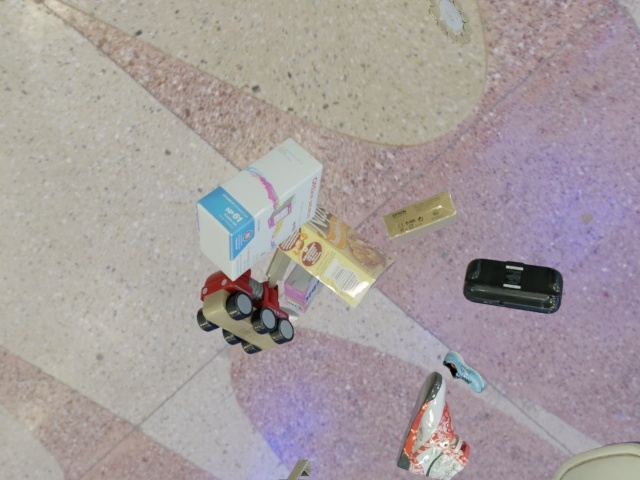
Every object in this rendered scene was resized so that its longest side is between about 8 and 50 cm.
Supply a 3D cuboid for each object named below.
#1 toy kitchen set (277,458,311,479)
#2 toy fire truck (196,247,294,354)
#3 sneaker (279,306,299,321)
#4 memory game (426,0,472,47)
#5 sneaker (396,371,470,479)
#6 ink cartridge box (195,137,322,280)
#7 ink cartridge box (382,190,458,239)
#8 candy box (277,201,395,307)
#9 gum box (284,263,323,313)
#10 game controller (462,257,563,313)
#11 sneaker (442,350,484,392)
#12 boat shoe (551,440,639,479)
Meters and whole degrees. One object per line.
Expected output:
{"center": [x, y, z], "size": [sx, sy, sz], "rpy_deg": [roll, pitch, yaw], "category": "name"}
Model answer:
{"center": [-0.022, 0.401, 0.944], "size": [0.075, 0.068, 0.083], "rpy_deg": [46, 143, -12], "category": "toy kitchen set"}
{"center": [-0.147, 0.102, 1.353], "size": [0.158, 0.247, 0.217], "rpy_deg": [-24, 137, 29], "category": "toy fire truck"}
{"center": [-0.128, 0.217, 1.620], "size": [0.134, 0.051, 0.070], "rpy_deg": [11, 103, 1], "category": "sneaker"}
{"center": [0.347, -0.605, 1.594], "size": [0.186, 0.186, 0.012], "rpy_deg": [41, 140, -20], "category": "memory game"}
{"center": [0.278, 0.426, 1.343], "size": [0.144, 0.090, 0.270], "rpy_deg": [17, 113, 6], "category": "sneaker"}
{"center": [-0.059, -0.031, 0.589], "size": [0.052, 0.122, 0.089], "rpy_deg": [40, 152, 17], "category": "ink cartridge box"}
{"center": [0.339, -0.072, 2.000], "size": [0.234, 0.193, 0.088], "rpy_deg": [-22, 80, 9], "category": "ink cartridge box"}
{"center": [0.000, 0.000, 1.323], "size": [0.316, 0.183, 0.088], "rpy_deg": [38, 110, 9], "category": "candy box"}
{"center": [-0.021, 0.080, 1.540], "size": [0.062, 0.188, 0.107], "rpy_deg": [25, 149, 15], "category": "gum box"}
{"center": [0.647, 0.148, 1.998], "size": [0.318, 0.167, 0.067], "rpy_deg": [8, 146, 19], "category": "game controller"}
{"center": [0.459, 0.440, 1.934], "size": [0.162, 0.073, 0.063], "rpy_deg": [44, 135, 15], "category": "sneaker"}
{"center": [0.269, 0.263, 0.557], "size": [0.079, 0.095, 0.255], "rpy_deg": [-11, 131, -24], "category": "boat shoe"}
